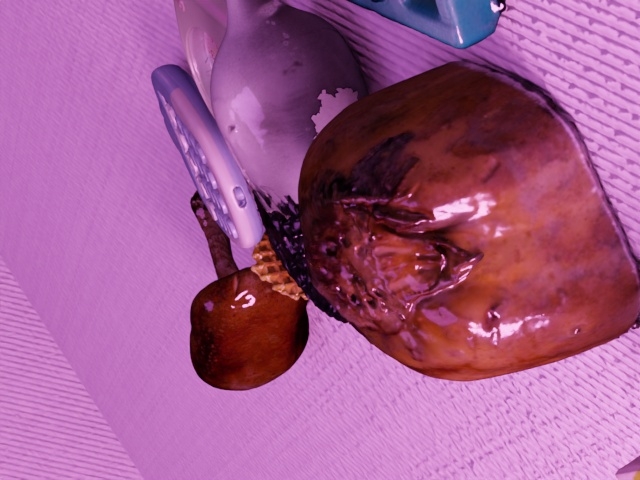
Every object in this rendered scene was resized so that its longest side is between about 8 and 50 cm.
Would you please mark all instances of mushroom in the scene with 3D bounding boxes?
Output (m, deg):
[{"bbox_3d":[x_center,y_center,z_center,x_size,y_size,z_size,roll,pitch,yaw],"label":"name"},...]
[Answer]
[{"bbox_3d":[-0.098,0.042,1.994,0.227,0.148,0.217,104,150,-51],"label":"mushroom"}]

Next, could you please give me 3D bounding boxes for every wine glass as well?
[{"bbox_3d":[-0.053,-0.175,1.498,0.321,0.143,0.143,62,160,-18],"label":"wine glass"}]

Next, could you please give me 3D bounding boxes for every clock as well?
[{"bbox_3d":[-0.072,-0.159,1.673,0.151,0.062,0.191,45,155,42],"label":"clock"}]

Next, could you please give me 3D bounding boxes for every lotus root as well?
[{"bbox_3d":[0.099,0.001,1.350,0.272,0.192,0.272,44,148,36],"label":"lotus root"}]

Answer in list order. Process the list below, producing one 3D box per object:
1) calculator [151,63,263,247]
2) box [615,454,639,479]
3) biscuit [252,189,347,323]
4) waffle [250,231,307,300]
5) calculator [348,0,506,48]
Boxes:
[{"bbox_3d":[-0.122,-0.092,1.869,0.302,0.042,0.188,-126,12,-64],"label":"calculator"},{"bbox_3d":[0.332,0.197,1.158,0.194,0.111,0.260,58,163,2],"label":"box"},{"bbox_3d":[0.000,0.000,1.755,0.194,0.053,0.194,50,159,26],"label":"biscuit"},{"bbox_3d":[-0.033,0.024,1.853,0.085,0.078,0.016,43,142,4],"label":"waffle"},{"bbox_3d":[0.021,-0.277,1.289,0.274,0.058,0.248,33,148,53],"label":"calculator"}]
